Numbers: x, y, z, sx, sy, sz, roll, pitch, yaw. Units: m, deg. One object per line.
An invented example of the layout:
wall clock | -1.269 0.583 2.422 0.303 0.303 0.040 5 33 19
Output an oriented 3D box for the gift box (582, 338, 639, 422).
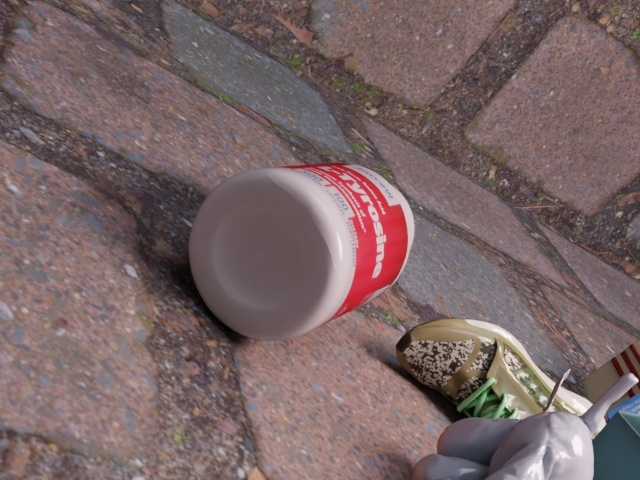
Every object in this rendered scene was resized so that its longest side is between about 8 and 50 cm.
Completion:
gift box | 0.650 0.331 1.686 0.276 0.255 0.258 42 17 -6

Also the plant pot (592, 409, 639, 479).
plant pot | 0.407 0.376 1.177 0.165 0.234 0.165 20 26 -43

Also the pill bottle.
pill bottle | 0.000 0.000 1.308 0.229 0.229 0.407 43 20 13

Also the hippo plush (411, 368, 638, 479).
hippo plush | 0.266 0.340 1.085 0.237 0.294 0.234 60 -27 -10

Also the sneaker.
sneaker | 0.295 0.271 1.367 0.410 0.158 0.182 33 29 -8

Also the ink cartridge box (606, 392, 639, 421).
ink cartridge box | 0.635 0.424 1.322 0.286 0.166 0.395 62 -2 -24
